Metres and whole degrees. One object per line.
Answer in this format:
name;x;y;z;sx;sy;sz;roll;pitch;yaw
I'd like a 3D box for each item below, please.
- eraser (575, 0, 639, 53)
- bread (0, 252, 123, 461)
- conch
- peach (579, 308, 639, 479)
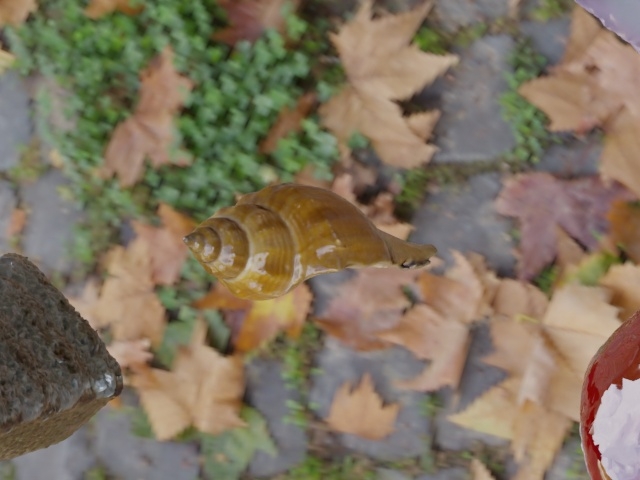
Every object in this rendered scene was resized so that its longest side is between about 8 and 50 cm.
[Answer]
eraser;0.186;-0.290;1.440;0.122;0.272;0.359;-47;28;15
bread;-0.294;0.100;1.448;0.113;0.416;0.165;-44;82;12
conch;-0.002;-0.005;1.568;0.109;0.330;0.093;-26;79;37
peach;0.310;0.124;1.072;0.362;0.201;0.257;-9;74;23
